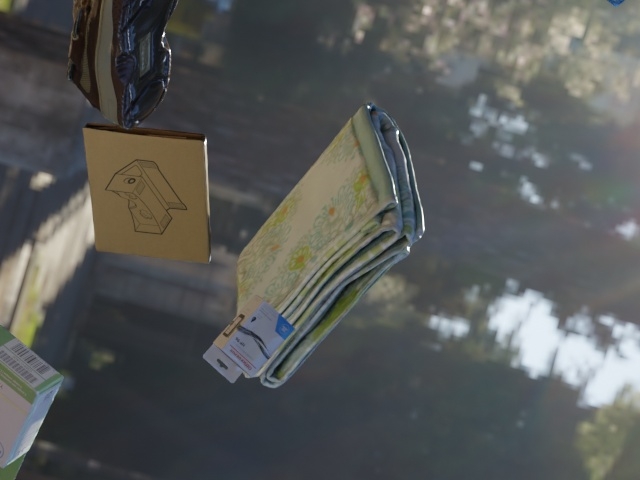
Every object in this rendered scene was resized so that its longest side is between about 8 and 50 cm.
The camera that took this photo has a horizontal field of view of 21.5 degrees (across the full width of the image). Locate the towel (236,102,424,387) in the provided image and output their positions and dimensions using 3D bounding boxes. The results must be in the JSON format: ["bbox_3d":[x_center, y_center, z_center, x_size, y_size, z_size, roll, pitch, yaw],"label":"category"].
[{"bbox_3d":[0.000,0.000,2.324,0.320,0.090,0.374,-46,-161,18],"label":"towel"}]

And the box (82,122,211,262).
[{"bbox_3d":[-0.230,-0.062,2.260,0.021,0.164,0.201,-74,167,-52],"label":"box"}]

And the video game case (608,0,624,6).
[{"bbox_3d":[0.284,-0.298,1.608,0.119,0.166,0.015,-41,-130,20],"label":"video game case"}]

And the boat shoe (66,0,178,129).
[{"bbox_3d":[-0.179,-0.207,1.435,0.095,0.095,0.257,-41,158,-39],"label":"boat shoe"}]

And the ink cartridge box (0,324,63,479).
[{"bbox_3d":[-0.391,0.185,1.831,0.056,0.171,0.235,-35,159,-56],"label":"ink cartridge box"}]

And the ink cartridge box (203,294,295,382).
[{"bbox_3d":[-0.072,0.102,1.693,0.083,0.048,0.028,-49,-156,-7],"label":"ink cartridge box"}]
